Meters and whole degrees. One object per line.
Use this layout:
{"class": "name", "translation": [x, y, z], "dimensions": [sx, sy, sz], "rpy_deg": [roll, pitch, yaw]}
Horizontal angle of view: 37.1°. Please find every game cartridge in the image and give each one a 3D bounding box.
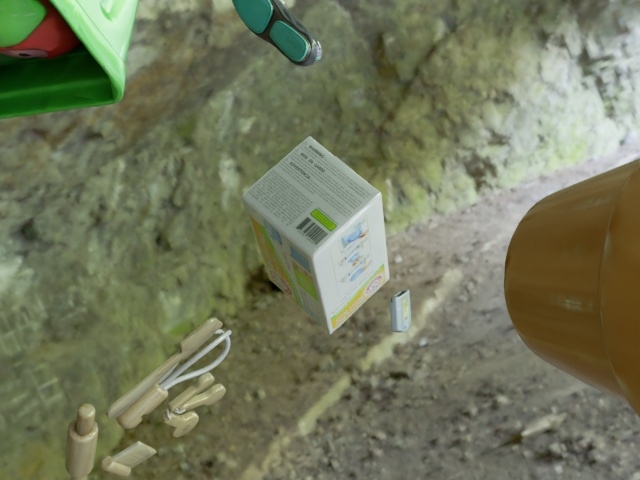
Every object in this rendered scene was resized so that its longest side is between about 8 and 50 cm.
{"class": "game cartridge", "translation": [0.116, 0.103, 1.367], "dimensions": [0.017, 0.056, 0.083], "rpy_deg": [1, 6, 16]}

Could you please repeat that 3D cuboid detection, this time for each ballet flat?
{"class": "ballet flat", "translation": [-0.068, -0.353, 1.561], "dimensions": [0.074, 0.203, 0.074], "rpy_deg": [-36, -24, -18]}

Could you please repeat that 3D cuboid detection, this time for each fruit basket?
{"class": "fruit basket", "translation": [-0.422, -0.218, 1.021], "dimensions": [0.392, 0.283, 0.392], "rpy_deg": [-18, 43, 18]}

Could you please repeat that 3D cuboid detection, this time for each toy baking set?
{"class": "toy baking set", "translation": [-0.180, 0.169, 1.001], "dimensions": [0.196, 0.030, 0.256], "rpy_deg": [-29, -26, -30]}

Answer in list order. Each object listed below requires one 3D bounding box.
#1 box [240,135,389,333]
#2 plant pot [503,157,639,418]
{"class": "box", "translation": [0.000, 0.000, 1.067], "dimensions": [0.103, 0.114, 0.203], "rpy_deg": [-42, -26, -15]}
{"class": "plant pot", "translation": [0.221, 0.026, 0.590], "dimensions": [0.205, 0.205, 0.188], "rpy_deg": [-26, 11, -23]}
